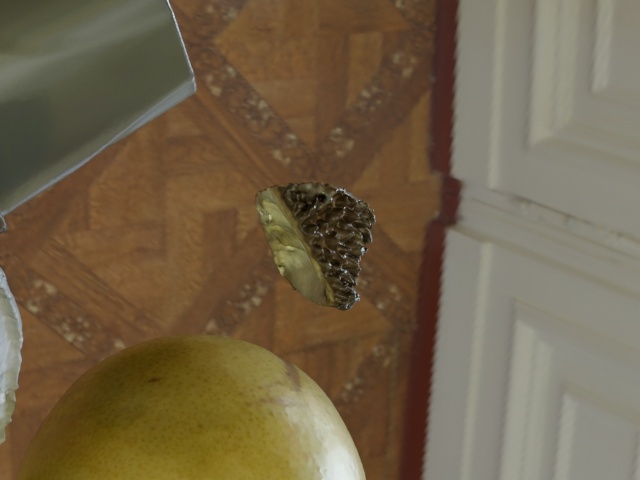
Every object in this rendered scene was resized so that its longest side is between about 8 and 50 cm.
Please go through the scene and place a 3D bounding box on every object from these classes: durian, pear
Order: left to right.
[{"bbox_3d":[-0.106,0.227,1.130,0.314,0.314,0.314,-15,115,-34],"label":"pear"},{"bbox_3d":[-0.005,0.008,0.728,0.130,0.066,0.052,85,13,-64],"label":"durian"}]

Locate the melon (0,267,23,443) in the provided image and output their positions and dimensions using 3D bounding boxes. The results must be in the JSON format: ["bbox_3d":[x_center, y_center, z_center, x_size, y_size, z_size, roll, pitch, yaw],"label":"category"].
[{"bbox_3d":[-0.164,0.055,0.438,0.139,0.202,0.093,45,50,-50],"label":"melon"}]

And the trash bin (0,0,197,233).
[{"bbox_3d":[-0.273,-0.172,1.275,0.250,0.219,0.220,-31,141,-13],"label":"trash bin"}]
